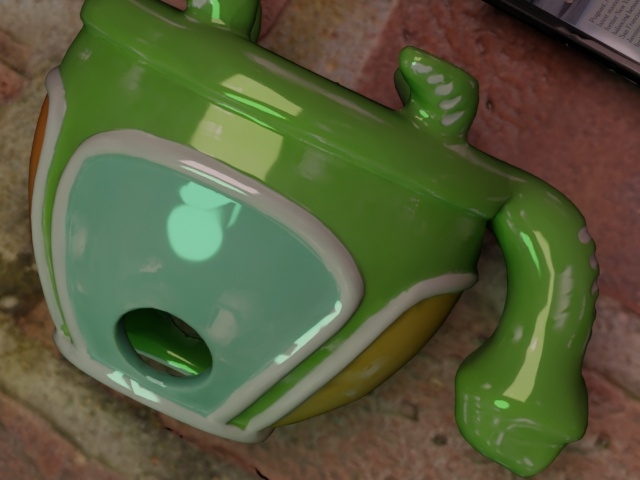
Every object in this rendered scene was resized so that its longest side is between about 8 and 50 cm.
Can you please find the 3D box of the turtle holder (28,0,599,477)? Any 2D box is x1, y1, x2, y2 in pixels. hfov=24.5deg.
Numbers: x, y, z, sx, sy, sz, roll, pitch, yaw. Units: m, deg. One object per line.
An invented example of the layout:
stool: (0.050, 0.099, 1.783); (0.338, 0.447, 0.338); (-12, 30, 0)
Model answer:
turtle holder: (-0.011, -0.007, 0.824); (0.320, 0.243, 0.227); (24, 95, -23)

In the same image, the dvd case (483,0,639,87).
dvd case: (0.238, -0.163, 0.873); (0.253, 0.022, 0.180); (33, 83, 19)
